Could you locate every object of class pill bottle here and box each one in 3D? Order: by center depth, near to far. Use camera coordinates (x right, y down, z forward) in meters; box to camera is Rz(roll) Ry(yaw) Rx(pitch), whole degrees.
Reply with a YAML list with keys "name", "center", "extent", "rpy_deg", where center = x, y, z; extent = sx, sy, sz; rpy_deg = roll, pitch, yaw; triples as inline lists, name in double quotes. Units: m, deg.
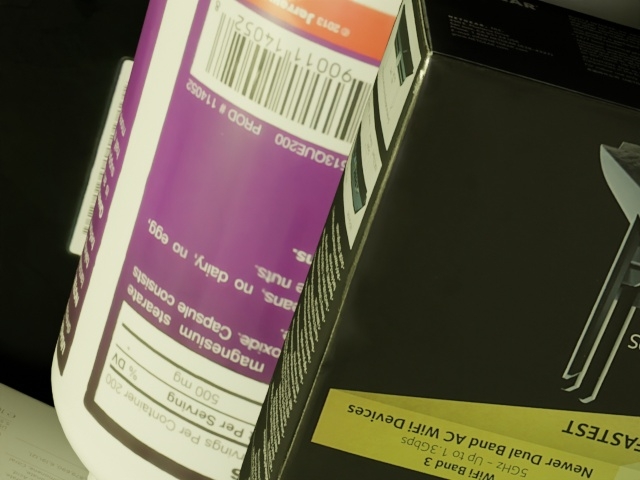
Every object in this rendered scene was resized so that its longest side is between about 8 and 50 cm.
- name: "pill bottle"
  center: [0.000, 0.000, 0.766]
  extent: [0.181, 0.181, 0.323]
  rpy_deg: [31, 119, 24]

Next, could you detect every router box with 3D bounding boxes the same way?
- name: "router box"
  center: [0.140, 0.069, 0.655]
  extent: [0.309, 0.081, 0.243]
  rpy_deg: [16, 116, -8]

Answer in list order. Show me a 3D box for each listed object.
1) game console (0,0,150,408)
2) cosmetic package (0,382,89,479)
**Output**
- name: "game console"
  center: [-0.225, -0.087, 0.894]
  extent: [0.342, 0.060, 0.386]
  rpy_deg: [16, 117, -6]
- name: "cosmetic package"
  center: [-0.179, 0.168, 0.798]
  extent: [0.377, 0.284, 0.097]
  rpy_deg: [25, 117, 2]
